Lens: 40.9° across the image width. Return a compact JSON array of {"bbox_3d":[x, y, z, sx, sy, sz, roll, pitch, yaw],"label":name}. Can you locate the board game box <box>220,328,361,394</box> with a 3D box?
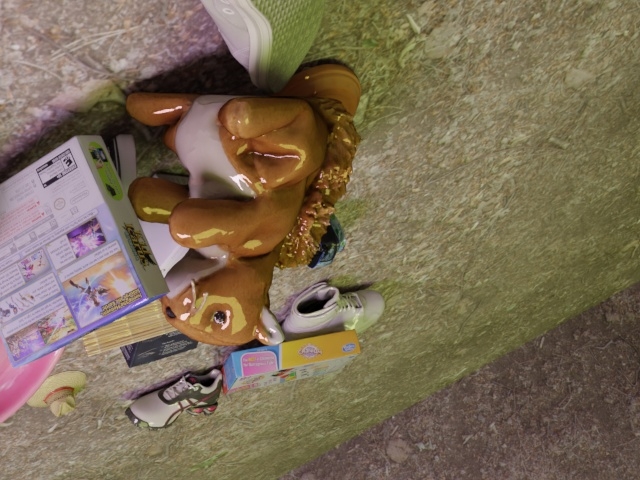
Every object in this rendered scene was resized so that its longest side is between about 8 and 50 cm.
[{"bbox_3d":[-0.082,0.309,2.169,0.317,0.064,0.242,-9,163,-17],"label":"board game box"}]

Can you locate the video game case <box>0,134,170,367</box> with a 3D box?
[{"bbox_3d":[-0.373,0.019,1.215,0.270,0.244,0.061,-26,175,24],"label":"video game case"}]

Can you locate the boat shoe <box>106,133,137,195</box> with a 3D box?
[{"bbox_3d":[-0.357,-0.043,1.357,0.102,0.108,0.301,4,136,-23],"label":"boat shoe"}]

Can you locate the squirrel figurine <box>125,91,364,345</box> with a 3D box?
[{"bbox_3d":[-0.092,-0.033,1.299,0.397,0.281,0.370,-11,106,-50],"label":"squirrel figurine"}]

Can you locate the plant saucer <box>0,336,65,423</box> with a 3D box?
[{"bbox_3d":[-0.557,0.176,1.430,0.332,0.084,0.332,-50,159,-28],"label":"plant saucer"}]

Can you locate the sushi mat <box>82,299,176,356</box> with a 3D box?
[{"bbox_3d":[-0.316,0.108,1.646,0.317,0.151,0.019,-14,-166,-31],"label":"sushi mat"}]

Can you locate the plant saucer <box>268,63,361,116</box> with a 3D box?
[{"bbox_3d":[-0.015,-0.215,1.466,0.200,0.037,0.200,-24,152,-14],"label":"plant saucer"}]

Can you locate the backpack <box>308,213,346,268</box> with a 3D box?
[{"bbox_3d":[0.000,0.000,1.806,0.084,0.105,0.114,-16,155,-26],"label":"backpack"}]

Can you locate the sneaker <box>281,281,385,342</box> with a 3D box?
[{"bbox_3d":[0.051,0.167,2.149,0.293,0.108,0.169,-18,154,-24],"label":"sneaker"}]

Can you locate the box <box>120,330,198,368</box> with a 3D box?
[{"bbox_3d":[-0.325,0.168,1.763,0.156,0.093,0.158,-14,150,-33],"label":"box"}]

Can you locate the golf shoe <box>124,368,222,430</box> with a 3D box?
[{"bbox_3d":[-0.361,0.384,2.125,0.273,0.105,0.120,-8,130,-49],"label":"golf shoe"}]

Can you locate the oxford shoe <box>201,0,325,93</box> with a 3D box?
[{"bbox_3d":[-0.090,-0.327,1.133,0.169,0.130,0.449,-61,168,-6],"label":"oxford shoe"}]

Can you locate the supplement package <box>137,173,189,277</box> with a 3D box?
[{"bbox_3d":[-0.204,-0.018,1.519,0.244,0.139,0.134,1,140,-50],"label":"supplement package"}]

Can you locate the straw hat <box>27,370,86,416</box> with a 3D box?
[{"bbox_3d":[-0.562,0.347,1.861,0.145,0.061,0.144,-24,153,-13],"label":"straw hat"}]

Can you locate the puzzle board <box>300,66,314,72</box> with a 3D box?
[{"bbox_3d":[-0.020,-0.243,1.467,0.096,0.011,0.128,-6,144,-42],"label":"puzzle board"}]
